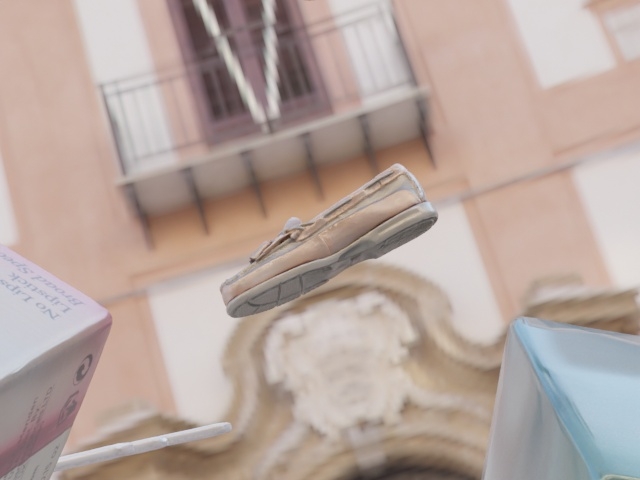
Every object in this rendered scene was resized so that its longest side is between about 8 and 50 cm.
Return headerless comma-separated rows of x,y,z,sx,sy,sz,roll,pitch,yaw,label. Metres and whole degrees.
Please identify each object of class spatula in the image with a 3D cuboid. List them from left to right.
-0.180,0.129,1.031,0.242,0.019,0.168,-15,-7,22,spatula

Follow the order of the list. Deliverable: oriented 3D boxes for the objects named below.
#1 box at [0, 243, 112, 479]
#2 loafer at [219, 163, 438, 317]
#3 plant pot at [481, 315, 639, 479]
-0.205,0.071,0.682,0.127,0.149,0.232,-65,-11,19,box
0.000,0.000,0.968,0.125,0.039,0.045,-25,-15,-13,loafer
0.190,0.162,1.087,0.165,0.165,0.234,9,11,-1,plant pot
